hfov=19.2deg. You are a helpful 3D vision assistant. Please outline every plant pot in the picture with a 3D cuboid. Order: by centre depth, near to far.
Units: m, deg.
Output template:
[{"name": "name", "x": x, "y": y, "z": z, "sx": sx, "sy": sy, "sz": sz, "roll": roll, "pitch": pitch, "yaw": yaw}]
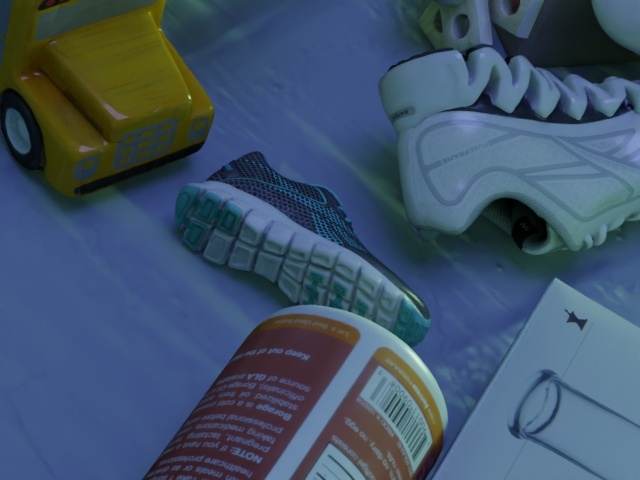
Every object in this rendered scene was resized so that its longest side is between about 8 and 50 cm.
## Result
[{"name": "plant pot", "x": 0.178, "y": -0.193, "z": 1.302, "sx": 0.109, "sy": 0.096, "sz": 0.109, "roll": -5, "pitch": 55, "yaw": -22}]

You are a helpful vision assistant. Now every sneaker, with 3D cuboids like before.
[{"name": "sneaker", "x": 0.000, "y": 0.000, "z": 1.111, "sx": 0.166, "sy": 0.065, "sz": 0.076, "roll": 34, "pitch": 46, "yaw": 8}, {"name": "sneaker", "x": 0.171, "y": -0.046, "z": 1.191, "sx": 0.292, "sy": 0.110, "sz": 0.118, "roll": 3, "pitch": 77, "yaw": -24}]

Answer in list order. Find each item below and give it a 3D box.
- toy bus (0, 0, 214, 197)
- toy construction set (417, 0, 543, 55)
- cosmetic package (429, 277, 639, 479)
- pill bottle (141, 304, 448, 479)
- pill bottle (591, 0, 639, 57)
[{"name": "toy bus", "x": -0.188, "y": -0.187, "z": 1.150, "sx": 0.108, "sy": 0.130, "sz": 0.333, "roll": -22, "pitch": 62, "yaw": -32}, {"name": "toy construction set", "x": 0.002, "y": -0.236, "z": 1.199, "sx": 0.327, "sy": 0.215, "sz": 0.151, "roll": 24, "pitch": 84, "yaw": -42}, {"name": "cosmetic package", "x": 0.155, "y": 0.230, "z": 0.955, "sx": 0.284, "sy": 0.097, "sz": 0.377, "roll": 29, "pitch": 49, "yaw": 8}, {"name": "pill bottle", "x": -0.032, "y": 0.142, "z": 0.943, "sx": 0.121, "sy": 0.121, "sz": 0.216, "roll": 31, "pitch": 50, "yaw": 7}, {"name": "pill bottle", "x": 0.284, "y": -0.146, "z": 1.248, "sx": 0.215, "sy": 0.117, "sz": 0.117, "roll": 22, "pitch": 41, "yaw": -41}]
